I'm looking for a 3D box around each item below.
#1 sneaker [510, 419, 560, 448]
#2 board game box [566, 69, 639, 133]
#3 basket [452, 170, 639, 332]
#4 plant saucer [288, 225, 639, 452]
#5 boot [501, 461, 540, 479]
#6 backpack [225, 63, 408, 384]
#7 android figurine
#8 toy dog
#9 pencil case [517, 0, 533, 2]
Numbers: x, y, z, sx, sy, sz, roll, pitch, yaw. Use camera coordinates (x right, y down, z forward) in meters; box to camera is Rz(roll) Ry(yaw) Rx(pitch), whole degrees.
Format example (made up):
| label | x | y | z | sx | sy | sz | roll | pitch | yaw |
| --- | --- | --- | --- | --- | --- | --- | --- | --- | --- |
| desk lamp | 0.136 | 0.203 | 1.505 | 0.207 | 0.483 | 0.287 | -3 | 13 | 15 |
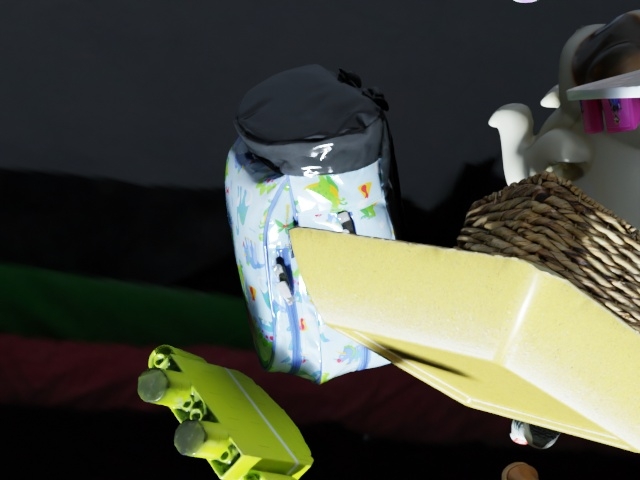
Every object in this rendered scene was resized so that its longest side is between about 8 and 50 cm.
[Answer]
| label | x | y | z | sx | sy | sz | roll | pitch | yaw |
| --- | --- | --- | --- | --- | --- | --- | --- | --- | --- |
| sneaker | 0.324 | 0.290 | 2.022 | 0.057 | 0.075 | 0.161 | 22 | -159 | -3 |
| board game box | 0.479 | -0.157 | 1.160 | 0.390 | 0.050 | 0.390 | -16 | -170 | -18 |
| basket | 0.287 | 0.098 | 1.571 | 0.299 | 0.223 | 0.213 | 30 | 153 | -20 |
| plant saucer | 0.165 | 0.104 | 1.247 | 0.332 | 0.081 | 0.333 | 31 | 166 | -37 |
| boot | 0.326 | 0.362 | 1.843 | 0.152 | 0.073 | 0.197 | -7 | -168 | 22 |
| backpack | 0.000 | 0.000 | 1.638 | 0.273 | 0.355 | 0.290 | -28 | -153 | -7 |
| android figurine | -0.107 | 0.223 | 1.603 | 0.248 | 0.056 | 0.273 | 48 | -169 | 28 |
| toy dog | 0.401 | -0.104 | 1.770 | 0.284 | 0.408 | 0.395 | -12 | -153 | -30 |
| pencil case | 0.326 | -0.442 | 2.028 | 0.086 | 0.088 | 0.206 | 15 | 166 | 1 |
